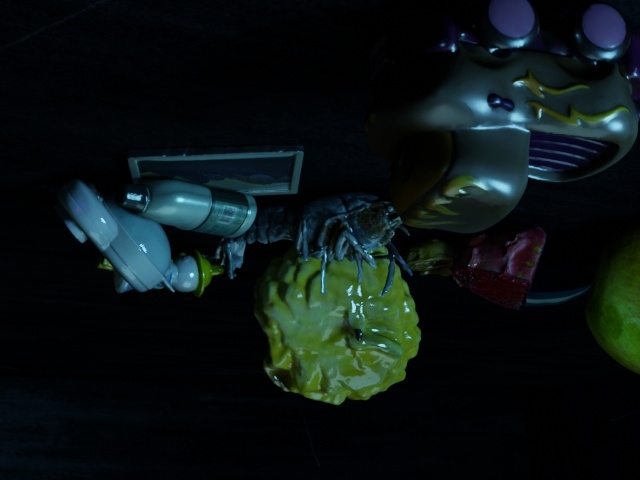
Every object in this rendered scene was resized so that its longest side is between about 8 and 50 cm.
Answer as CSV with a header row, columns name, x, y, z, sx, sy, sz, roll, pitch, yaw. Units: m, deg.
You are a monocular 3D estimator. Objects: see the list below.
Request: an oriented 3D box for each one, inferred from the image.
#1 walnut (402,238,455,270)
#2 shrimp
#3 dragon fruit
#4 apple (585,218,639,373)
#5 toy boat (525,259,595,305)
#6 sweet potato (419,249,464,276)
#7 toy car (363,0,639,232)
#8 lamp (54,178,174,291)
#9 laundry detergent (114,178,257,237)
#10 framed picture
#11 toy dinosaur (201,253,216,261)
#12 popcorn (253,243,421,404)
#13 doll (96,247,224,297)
name,x,y,z,sx,sy,sz,roll,pitch,yaw
walnut,0.215,0.026,2.170,0.121,0.052,0.091,-13,163,36
shrimp,0.002,-0.004,1.859,0.410,0.166,0.221,4,-159,22
dragon fruit,0.361,0.046,2.125,0.189,0.163,0.262,-41,161,-8
apple,0.673,0.108,2.083,0.339,0.340,0.339,-3,164,-1
toy boat,0.492,0.088,2.388,0.299,0.096,0.062,1,155,-23
sweet potato,0.272,0.053,2.299,0.044,0.044,0.179,5,162,-28
toy car,0.218,-0.132,1.275,0.340,0.241,0.271,3,165,-14
lamp,-0.320,-0.018,1.737,0.108,0.179,0.246,-45,137,-4
laundry detergent,-0.215,-0.053,1.695,0.225,0.070,0.099,9,163,-38
framed picture,-0.162,-0.106,1.689,0.265,0.018,0.192,-2,163,-5
toy dinosaur,-0.234,0.042,2.183,0.062,0.021,0.083,-10,167,-28
popcorn,0.033,0.131,2.104,0.348,0.349,0.382,-6,-157,9
doll,-0.305,0.059,2.088,0.241,0.099,0.135,2,140,-24
